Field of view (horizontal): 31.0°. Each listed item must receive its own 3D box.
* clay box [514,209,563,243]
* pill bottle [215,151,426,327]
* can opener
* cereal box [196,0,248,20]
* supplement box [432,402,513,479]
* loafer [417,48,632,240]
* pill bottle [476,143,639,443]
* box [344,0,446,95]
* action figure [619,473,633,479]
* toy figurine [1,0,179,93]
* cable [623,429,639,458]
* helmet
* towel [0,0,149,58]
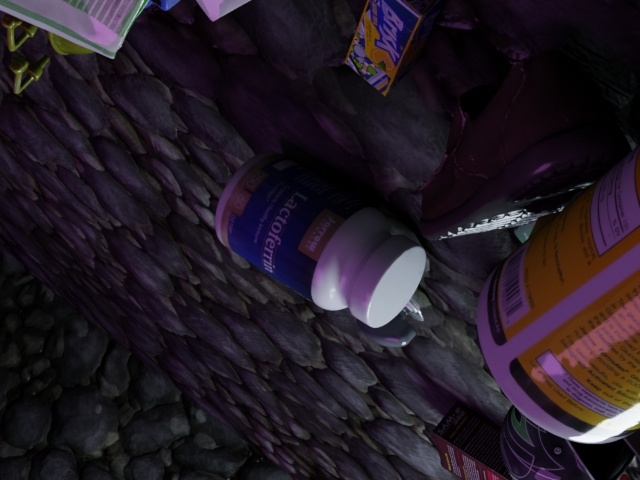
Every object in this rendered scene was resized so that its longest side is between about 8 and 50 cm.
[{"bbox_3d":[0.296,0.019,1.088,0.222,0.053,0.127,-19,119,43],"label":"clay box"},{"bbox_3d":[0.000,0.000,1.553,0.265,0.153,0.153,31,157,26],"label":"pill bottle"},{"bbox_3d":[0.050,0.081,1.729,0.280,0.093,0.074,20,152,56],"label":"can opener"},{"bbox_3d":[-0.098,-0.341,1.062,0.173,0.047,0.240,-25,119,25],"label":"cereal box"},{"bbox_3d":[0.302,0.374,1.870,0.239,0.073,0.130,29,155,30],"label":"supplement box"},{"bbox_3d":[0.186,-0.088,1.121,0.366,0.134,0.130,142,118,-71],"label":"loafer"},{"bbox_3d":[0.287,0.017,0.907,0.188,0.188,0.334,42,138,0],"label":"pill bottle"},{"bbox_3d":[0.075,-0.211,1.129,0.059,0.054,0.169,41,160,6],"label":"box"},{"bbox_3d":[0.513,0.409,1.531,0.139,0.091,0.280,58,157,-20],"label":"action figure"},{"bbox_3d":[-0.225,-0.299,1.303,0.217,0.191,0.362,21,139,10],"label":"toy figurine"},{"bbox_3d":[0.361,0.174,1.394,0.287,0.072,0.139,53,-169,-3],"label":"cable"},{"bbox_3d":[0.314,0.265,1.497,0.169,0.161,0.169,36,159,16],"label":"helmet"},{"bbox_3d":[-0.251,-0.343,1.148,0.248,0.038,0.325,22,133,-19],"label":"towel"}]
